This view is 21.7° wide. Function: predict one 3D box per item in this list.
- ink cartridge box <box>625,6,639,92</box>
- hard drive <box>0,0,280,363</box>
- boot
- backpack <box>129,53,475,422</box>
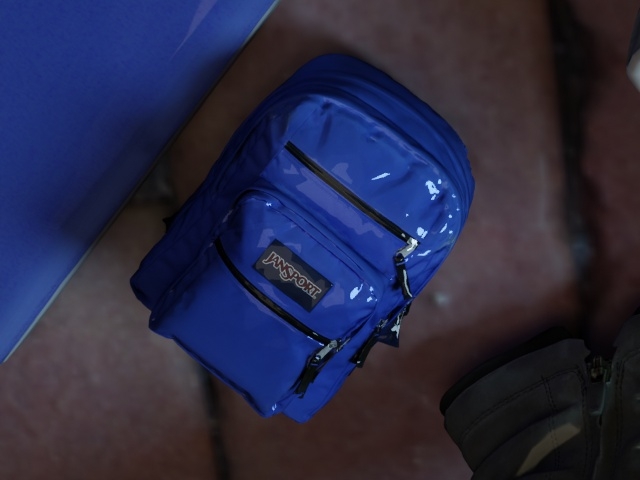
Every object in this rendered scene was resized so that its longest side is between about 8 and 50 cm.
[{"bbox_3d":[0.322,-0.007,0.502,0.279,0.160,0.384,-38,98,24],"label":"ink cartridge box"},{"bbox_3d":[-0.121,-0.127,0.633,0.210,0.040,0.318,38,115,-3],"label":"hard drive"},{"bbox_3d":[0.068,0.126,0.632,0.247,0.161,0.083,-23,141,16],"label":"boot"},{"bbox_3d":[0.000,0.000,0.621,0.098,0.101,0.120,37,111,-9],"label":"backpack"}]
